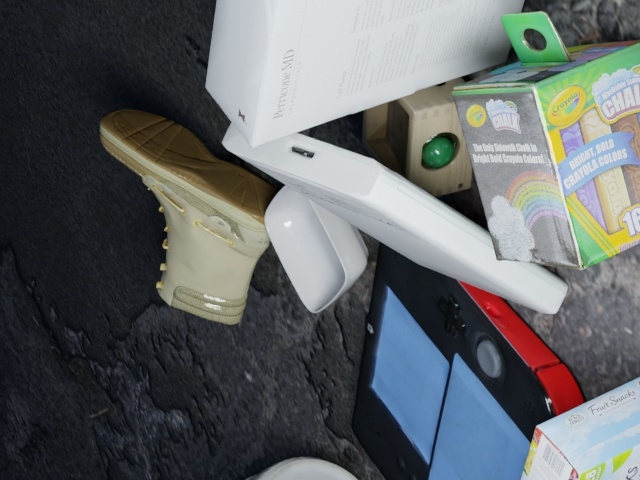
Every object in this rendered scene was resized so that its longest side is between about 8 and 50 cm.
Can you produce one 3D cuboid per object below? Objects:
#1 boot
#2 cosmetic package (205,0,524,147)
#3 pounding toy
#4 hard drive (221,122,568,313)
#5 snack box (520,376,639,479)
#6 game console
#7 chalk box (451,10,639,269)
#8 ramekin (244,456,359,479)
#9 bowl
[{"bbox_3d":[-0.180,-0.028,2.320,0.262,0.095,0.203,30,129,12],"label":"boot"},{"bbox_3d":[0.061,-0.274,1.591,0.097,0.284,0.377,51,148,29],"label":"cosmetic package"},{"bbox_3d":[0.116,-0.104,1.848,0.141,0.100,0.130,-125,28,-45],"label":"pounding toy"},{"bbox_3d":[0.074,-0.022,1.772,0.203,0.307,0.040,22,85,44],"label":"hard drive"},{"bbox_3d":[0.263,0.222,1.715,0.070,0.175,0.207,49,147,34],"label":"snack box"},{"bbox_3d":[0.145,0.193,2.035,0.342,0.060,0.386,47,146,34],"label":"game console"},{"bbox_3d":[0.211,-0.098,1.620,0.132,0.132,0.213,7,115,61],"label":"chalk box"},{"bbox_3d":[-0.020,0.366,2.315,0.207,0.207,0.109,60,143,15],"label":"ramekin"},{"bbox_3d":[0.000,0.000,2.160,0.142,0.053,0.142,62,152,10],"label":"bowl"}]
